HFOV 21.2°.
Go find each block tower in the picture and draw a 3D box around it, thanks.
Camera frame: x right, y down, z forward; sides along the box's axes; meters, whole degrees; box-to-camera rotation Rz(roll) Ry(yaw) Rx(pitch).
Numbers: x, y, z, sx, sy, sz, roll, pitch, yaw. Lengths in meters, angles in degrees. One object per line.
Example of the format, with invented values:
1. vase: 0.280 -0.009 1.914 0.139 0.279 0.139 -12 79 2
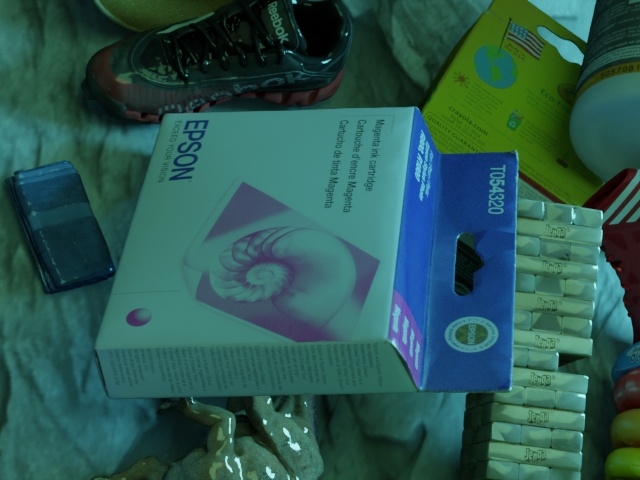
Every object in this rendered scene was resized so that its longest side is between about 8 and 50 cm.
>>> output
1. block tower: 0.187 0.122 1.543 0.091 0.097 0.335 8 77 -12

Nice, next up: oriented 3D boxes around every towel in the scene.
1. towel: -0.231 -0.012 1.522 0.067 0.029 0.119 -14 70 -29

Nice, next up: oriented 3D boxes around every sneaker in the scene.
1. sneaker: -0.087 -0.180 1.614 0.276 0.135 0.097 -9 70 -27
2. sneaker: 0.303 0.023 1.670 0.128 0.221 0.087 14 25 8

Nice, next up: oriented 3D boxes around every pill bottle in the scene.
1. pill bottle: 0.347 -0.193 1.706 0.162 0.162 0.278 26 53 -10

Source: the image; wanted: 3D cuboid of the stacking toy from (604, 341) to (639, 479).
1. stacking toy: 0.311 0.253 1.576 0.166 0.175 0.302 33 69 -12

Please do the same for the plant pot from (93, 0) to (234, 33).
1. plant pot: -0.151 -0.368 1.648 0.237 0.237 0.254 -7 53 -27

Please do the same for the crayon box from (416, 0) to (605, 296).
1. crayon box: 0.189 -0.089 1.723 0.202 0.081 0.318 36 56 -4

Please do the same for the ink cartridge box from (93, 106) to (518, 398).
1. ink cartridge box: 0.000 0.000 1.452 0.330 0.071 0.324 -3 38 9

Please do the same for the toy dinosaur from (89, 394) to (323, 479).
1. toy dinosaur: -0.057 0.206 1.432 0.200 0.127 0.296 45 51 3
